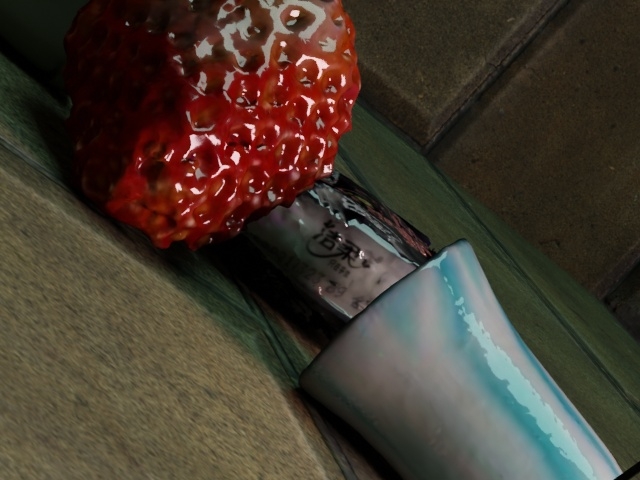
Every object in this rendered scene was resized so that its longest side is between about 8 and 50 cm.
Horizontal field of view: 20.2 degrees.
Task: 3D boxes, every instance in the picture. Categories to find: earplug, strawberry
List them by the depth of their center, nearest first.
[{"bbox_3d":[0.154,0.177,1.464,0.324,0.185,0.185,49,10,11],"label":"earplug"},{"bbox_3d":[-0.090,-0.145,1.542,0.265,0.149,0.336,29,44,-5],"label":"strawberry"}]

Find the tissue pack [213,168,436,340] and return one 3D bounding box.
[{"bbox_3d":[0.000,0.000,1.770,0.245,0.123,0.332,33,7,-4],"label":"tissue pack"}]

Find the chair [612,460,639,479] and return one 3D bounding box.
[{"bbox_3d":[0.167,0.255,1.100,0.159,0.247,0.172,50,28,-3],"label":"chair"}]

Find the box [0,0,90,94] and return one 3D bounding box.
[{"bbox_3d":[-0.327,-0.338,1.788,0.344,0.177,0.352,36,11,-19],"label":"box"}]
